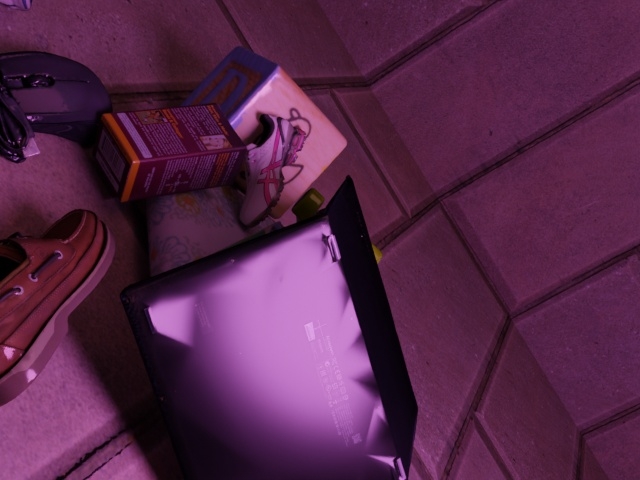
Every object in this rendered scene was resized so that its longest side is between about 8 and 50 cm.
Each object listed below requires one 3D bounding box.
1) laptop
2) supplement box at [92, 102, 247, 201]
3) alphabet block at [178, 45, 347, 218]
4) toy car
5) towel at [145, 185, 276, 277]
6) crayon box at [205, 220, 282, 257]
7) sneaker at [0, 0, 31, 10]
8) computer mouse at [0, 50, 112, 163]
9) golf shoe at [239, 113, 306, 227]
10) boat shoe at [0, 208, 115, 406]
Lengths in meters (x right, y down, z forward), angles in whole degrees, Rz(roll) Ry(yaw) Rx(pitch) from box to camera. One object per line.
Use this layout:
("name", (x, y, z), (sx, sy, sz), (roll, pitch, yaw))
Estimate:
("laptop", (-0.032, 0.157, 1.226), (0.236, 0.408, 0.381), (9, -62, 66))
("supplement box", (-0.215, -0.128, 1.345), (0.188, 0.080, 0.104), (-12, 54, -37))
("alphabet block", (-0.109, -0.187, 1.610), (0.197, 0.192, 0.193), (43, -1, -34))
("toy car", (0.000, 0.000, 1.531), (0.155, 0.149, 0.188), (43, 9, -8))
("towel", (-0.129, 0.054, 1.450), (0.374, 0.090, 0.320), (40, 24, -42))
("crayon box", (-0.042, 0.149, 1.296), (0.203, 0.083, 0.322), (-29, 106, -50))
("sneaker", (-0.469, -0.405, 1.208), (0.315, 0.182, 0.127), (167, -65, -85))
("computer mouse", (-0.361, -0.196, 1.277), (0.188, 0.072, 0.272), (60, 20, 8))
("golf shoe", (-0.094, -0.110, 1.479), (0.086, 0.067, 0.186), (29, 71, -22))
("boat shoe", (-0.309, 0.036, 1.006), (0.104, 0.111, 0.307), (51, 21, -23))
